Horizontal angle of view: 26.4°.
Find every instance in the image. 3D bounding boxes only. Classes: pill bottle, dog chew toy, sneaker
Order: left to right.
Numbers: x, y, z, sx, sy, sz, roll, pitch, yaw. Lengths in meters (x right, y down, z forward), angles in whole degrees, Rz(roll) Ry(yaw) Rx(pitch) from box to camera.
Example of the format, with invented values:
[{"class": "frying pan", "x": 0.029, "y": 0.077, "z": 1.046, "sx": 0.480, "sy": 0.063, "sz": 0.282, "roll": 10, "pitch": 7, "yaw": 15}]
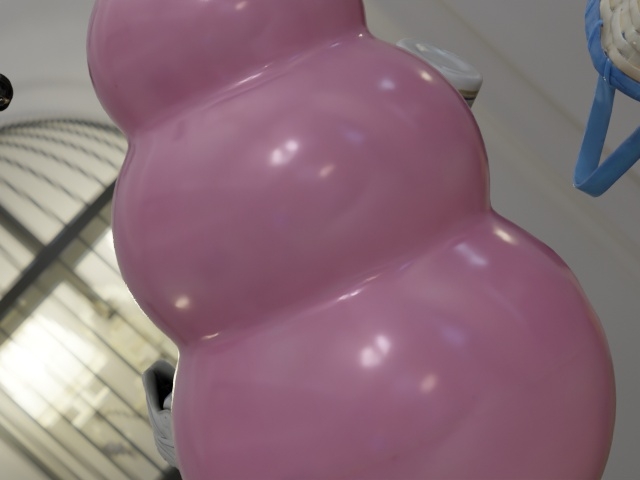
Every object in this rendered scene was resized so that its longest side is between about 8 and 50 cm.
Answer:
[{"class": "sneaker", "x": -0.138, "y": 0.248, "z": 1.649, "sx": 0.111, "sy": 0.129, "sz": 0.297, "roll": -38, "pitch": 39, "yaw": -19}, {"class": "dog chew toy", "x": 0.000, "y": 0.000, "z": 0.631, "sx": 0.206, "sy": 0.332, "sz": 0.206, "roll": -24, "pitch": 3, "yaw": 1}, {"class": "pill bottle", "x": 0.085, "y": -0.106, "z": 1.355, "sx": 0.169, "sy": 0.094, "sz": 0.094, "roll": -65, "pitch": -6, "yaw": 21}]

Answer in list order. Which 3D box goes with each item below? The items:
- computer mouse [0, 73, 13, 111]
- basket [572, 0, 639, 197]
[{"class": "computer mouse", "x": -0.358, "y": -0.127, "z": 1.309, "sx": 0.242, "sy": 0.041, "sz": 0.071, "roll": -38, "pitch": -49, "yaw": -64}, {"class": "basket", "x": 0.344, "y": -0.199, "z": 1.319, "sx": 0.289, "sy": 0.201, "sz": 0.255, "roll": -44, "pitch": 25, "yaw": 55}]
